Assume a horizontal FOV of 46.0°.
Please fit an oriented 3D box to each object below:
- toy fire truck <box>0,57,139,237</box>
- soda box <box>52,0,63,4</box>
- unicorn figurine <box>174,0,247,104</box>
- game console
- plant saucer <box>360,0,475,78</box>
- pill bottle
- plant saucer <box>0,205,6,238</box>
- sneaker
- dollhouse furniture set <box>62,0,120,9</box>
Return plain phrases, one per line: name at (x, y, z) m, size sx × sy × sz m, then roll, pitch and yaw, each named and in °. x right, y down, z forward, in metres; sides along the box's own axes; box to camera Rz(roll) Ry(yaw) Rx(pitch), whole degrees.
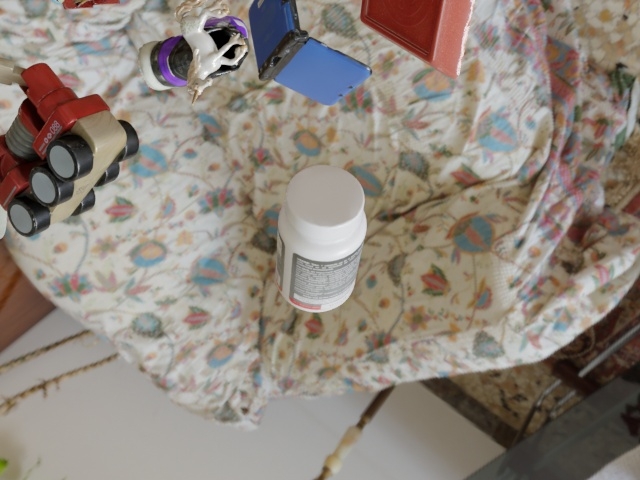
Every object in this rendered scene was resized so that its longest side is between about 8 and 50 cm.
toy fire truck at (-0.410, -0.153, 1.026) m, size 0.246 × 0.158 × 0.217 m, roll 52°, pitch 128°, yaw 1°
soda box at (-0.312, -0.299, 0.709) m, size 0.063 × 0.058 × 0.183 m, roll -32°, pitch 145°, yaw 33°
unicorn figurine at (-0.171, -0.292, 1.143) m, size 0.162 × 0.111 × 0.060 m, roll 64°, pitch -178°, yaw 8°
game console at (-0.031, -0.440, 1.643) m, size 0.293 × 0.173 × 0.250 m, roll 165°, pitch 95°, yaw -71°
plant saucer at (0.153, -0.434, 1.265) m, size 0.259 × 0.047 × 0.259 m, roll 45°, pitch 142°, yaw 39°
pill bottle at (0.000, 0.000, 1.399) m, size 0.161 × 0.161 × 0.283 m, roll 32°, pitch 149°, yaw 15°
plant saucer at (-0.821, -0.188, 1.710) m, size 0.400 × 0.100 × 0.401 m, roll 29°, pitch 126°, yaw 49°
sneaker at (-0.176, -0.334, 1.320) m, size 0.146 × 0.293 × 0.102 m, roll -4°, pitch 115°, yaw 28°
dollhouse furniture set at (-0.447, -0.662, 1.475) m, size 0.201 × 0.152 × 0.374 m, roll -1°, pitch 112°, yaw 37°
